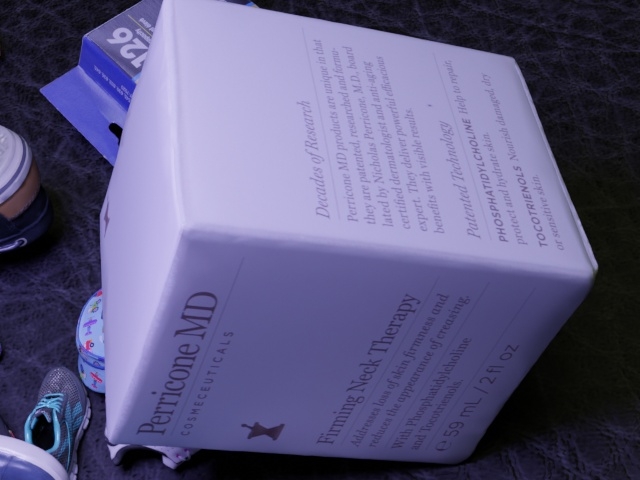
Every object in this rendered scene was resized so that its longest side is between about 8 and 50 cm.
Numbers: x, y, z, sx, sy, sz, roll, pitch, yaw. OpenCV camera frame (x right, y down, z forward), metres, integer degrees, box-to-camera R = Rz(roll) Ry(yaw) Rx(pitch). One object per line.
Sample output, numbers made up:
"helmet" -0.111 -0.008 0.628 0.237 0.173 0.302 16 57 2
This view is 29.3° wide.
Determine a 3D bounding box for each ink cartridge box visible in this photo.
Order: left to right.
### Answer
"ink cartridge box" -0.178 -0.214 1.689 0.307 0.072 0.303 -37 68 -25

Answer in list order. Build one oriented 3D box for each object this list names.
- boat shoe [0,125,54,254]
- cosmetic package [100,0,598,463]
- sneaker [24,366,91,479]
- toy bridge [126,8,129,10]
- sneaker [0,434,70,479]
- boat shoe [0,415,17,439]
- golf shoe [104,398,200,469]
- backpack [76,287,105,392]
"boat shoe" -0.570 -0.037 1.599 0.500 0.156 0.186 -6 52 21
"cosmetic package" 0.000 0.000 1.251 0.394 0.329 0.327 7 46 -19
"sneaker" -0.300 0.204 1.379 0.065 0.076 0.166 -8 48 2
"toy bridge" -0.193 -0.322 1.831 0.188 0.063 0.026 -7 47 -8
"sneaker" -0.437 0.296 1.269 0.350 0.131 0.148 -7 33 7
"boat shoe" -0.370 0.234 1.392 0.049 0.042 0.133 -40 51 3
"golf shoe" -0.146 0.211 1.363 0.186 0.067 0.086 -3 80 3
"backpack" -0.208 0.099 1.430 0.173 0.117 0.158 -6 47 10
